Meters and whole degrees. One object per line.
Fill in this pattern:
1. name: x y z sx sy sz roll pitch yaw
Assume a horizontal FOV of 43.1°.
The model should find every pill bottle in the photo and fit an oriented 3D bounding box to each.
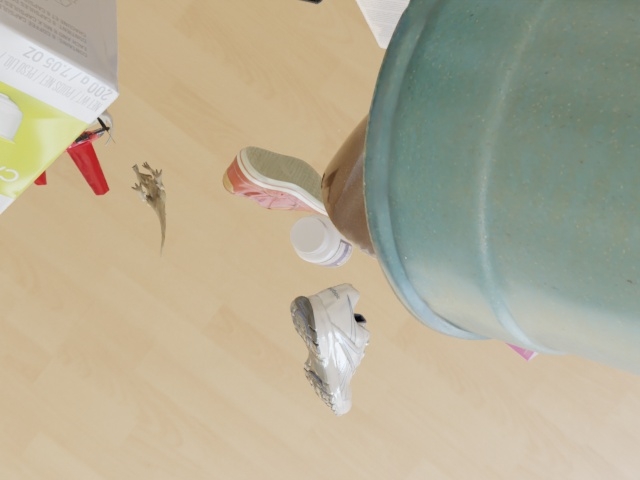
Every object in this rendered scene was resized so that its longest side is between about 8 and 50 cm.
1. pill bottle: 0.000 0.000 1.571 0.094 0.169 0.094 -2 82 16

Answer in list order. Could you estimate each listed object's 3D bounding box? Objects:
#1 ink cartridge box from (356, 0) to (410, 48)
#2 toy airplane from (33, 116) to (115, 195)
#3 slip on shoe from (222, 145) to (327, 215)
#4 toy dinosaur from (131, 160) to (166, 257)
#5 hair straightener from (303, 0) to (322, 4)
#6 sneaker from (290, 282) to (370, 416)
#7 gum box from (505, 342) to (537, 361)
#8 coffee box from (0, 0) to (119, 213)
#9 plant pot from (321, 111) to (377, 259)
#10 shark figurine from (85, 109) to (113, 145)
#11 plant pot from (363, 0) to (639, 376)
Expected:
1. ink cartridge box: 0.183 -0.406 1.353 0.296 0.261 0.066 21 73 36
2. toy airplane: -0.325 -0.118 1.013 0.151 0.028 0.151 11 71 -36
3. slip on shoe: -0.082 -0.114 1.744 0.101 0.331 0.123 -35 62 27
4. toy dinosaur: -0.264 -0.068 1.304 0.053 0.183 0.092 -21 141 -4
5. hair straightener: -0.094 -0.467 1.498 0.231 0.089 0.047 11 92 24
6. sneaker: 0.036 0.205 1.477 0.129 0.111 0.297 -25 132 -21
7. gum box: 0.456 0.147 1.714 0.107 0.062 0.188 40 119 24
8. coffee box: -0.415 -0.215 0.710 0.334 0.338 0.338 -36 138 27
9. plant pot: 0.134 -0.116 1.020 0.216 0.215 0.230 23 142 -2
10. shark figurine: -0.508 -0.256 1.629 0.116 0.278 0.166 51 131 5
11. plant pot: 0.265 -0.039 0.510 0.341 0.334 0.340 -16 115 -36
